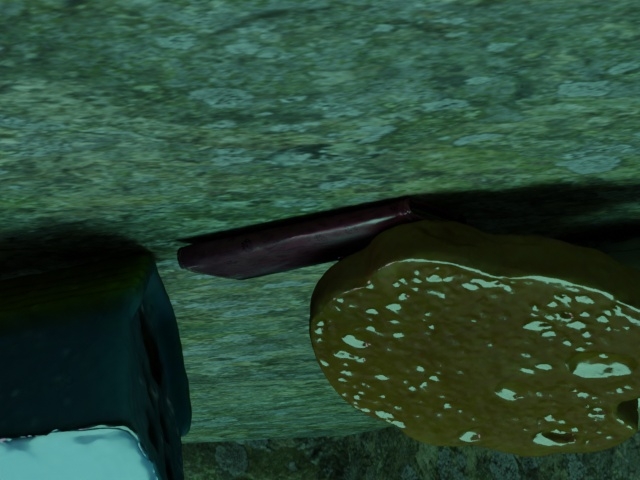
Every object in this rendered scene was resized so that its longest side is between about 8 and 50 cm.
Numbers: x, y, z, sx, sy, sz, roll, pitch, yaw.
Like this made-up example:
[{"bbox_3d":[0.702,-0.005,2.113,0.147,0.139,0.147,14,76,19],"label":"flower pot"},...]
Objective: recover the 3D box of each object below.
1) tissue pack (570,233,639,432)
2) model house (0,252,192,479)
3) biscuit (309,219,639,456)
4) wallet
[{"bbox_3d":[0.355,0.089,1.867,0.390,0.195,0.375,-12,174,28],"label":"tissue pack"},{"bbox_3d":[-0.247,0.140,1.607,0.237,0.303,0.215,-11,136,7],"label":"model house"},{"bbox_3d":[0.163,0.094,1.627,0.351,0.057,0.312,7,145,1],"label":"biscuit"},{"bbox_3d":[0.000,0.000,1.606,0.232,0.025,0.119,-12,166,26],"label":"wallet"}]
